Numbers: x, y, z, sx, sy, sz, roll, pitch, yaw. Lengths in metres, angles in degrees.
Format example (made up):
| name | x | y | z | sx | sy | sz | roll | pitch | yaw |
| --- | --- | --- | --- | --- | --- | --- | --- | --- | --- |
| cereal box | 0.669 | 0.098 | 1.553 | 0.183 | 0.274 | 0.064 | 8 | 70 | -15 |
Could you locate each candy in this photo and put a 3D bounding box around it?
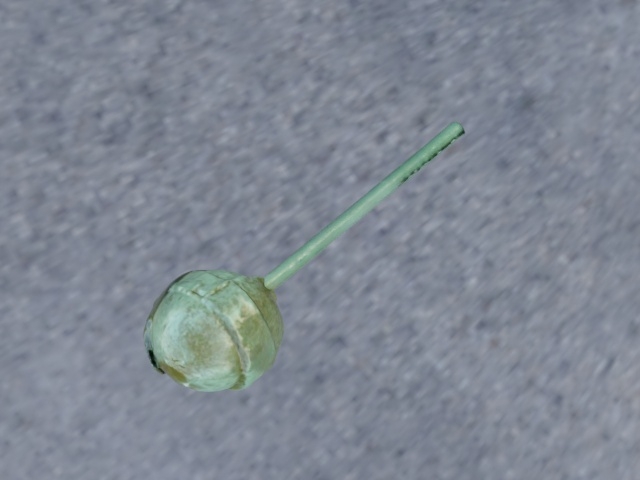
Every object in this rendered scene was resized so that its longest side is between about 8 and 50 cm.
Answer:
| name | x | y | z | sx | sy | sz | roll | pitch | yaw |
| --- | --- | --- | --- | --- | --- | --- | --- | --- | --- |
| candy | 0.000 | 0.000 | 0.893 | 0.061 | 0.202 | 0.061 | 32 | 145 | 27 |
